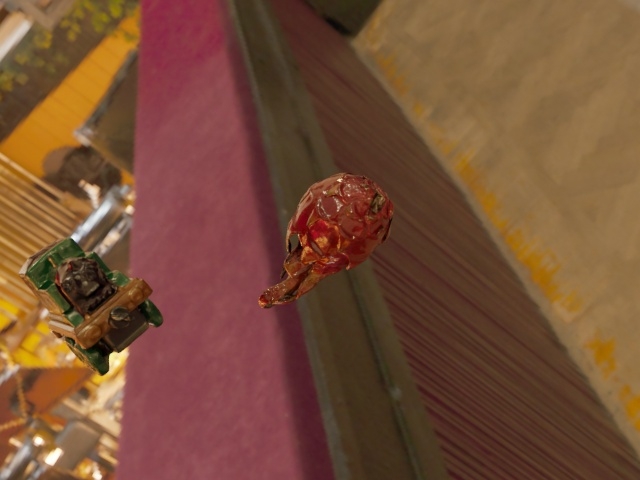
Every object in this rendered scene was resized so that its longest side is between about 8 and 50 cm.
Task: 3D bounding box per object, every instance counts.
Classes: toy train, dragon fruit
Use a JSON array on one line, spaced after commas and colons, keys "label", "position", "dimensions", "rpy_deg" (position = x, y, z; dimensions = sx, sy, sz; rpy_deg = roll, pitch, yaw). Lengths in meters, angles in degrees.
[{"label": "toy train", "position": [-0.248, 0.061, 1.029], "dimensions": [0.091, 0.136, 0.228], "rpy_deg": [-42, 13, -19]}, {"label": "dragon fruit", "position": [0.000, 0.000, 0.981], "dimensions": [0.190, 0.094, 0.094], "rpy_deg": [-44, 25, 33]}]
